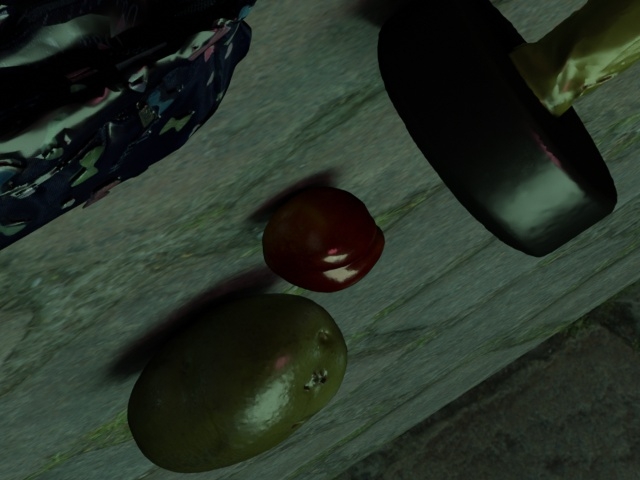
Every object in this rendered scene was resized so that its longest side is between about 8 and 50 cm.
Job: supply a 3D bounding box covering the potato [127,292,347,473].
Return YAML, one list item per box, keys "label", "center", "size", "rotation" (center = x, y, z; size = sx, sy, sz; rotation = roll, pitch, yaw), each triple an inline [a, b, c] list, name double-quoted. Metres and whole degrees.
- label: "potato"
  center: [-0.091, 0.147, 1.707]
  size: [0.251, 0.159, 0.174]
  rotation: [-27, 146, 25]

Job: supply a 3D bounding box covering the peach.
- label: "peach"
  center: [-0.001, 0.002, 1.498]
  size: [0.101, 0.100, 0.100]
  rotation: [-29, 167, -7]

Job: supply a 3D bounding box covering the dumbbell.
- label: "dumbbell"
  center: [0.218, -0.152, 1.164]
  size: [0.322, 0.203, 0.204]
  rotation: [-35, 166, 17]

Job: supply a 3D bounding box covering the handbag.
- label: "handbag"
  center: [-0.149, -0.073, 0.856]
  size: [0.260, 0.113, 0.162]
  rotation: [-29, 173, -14]
